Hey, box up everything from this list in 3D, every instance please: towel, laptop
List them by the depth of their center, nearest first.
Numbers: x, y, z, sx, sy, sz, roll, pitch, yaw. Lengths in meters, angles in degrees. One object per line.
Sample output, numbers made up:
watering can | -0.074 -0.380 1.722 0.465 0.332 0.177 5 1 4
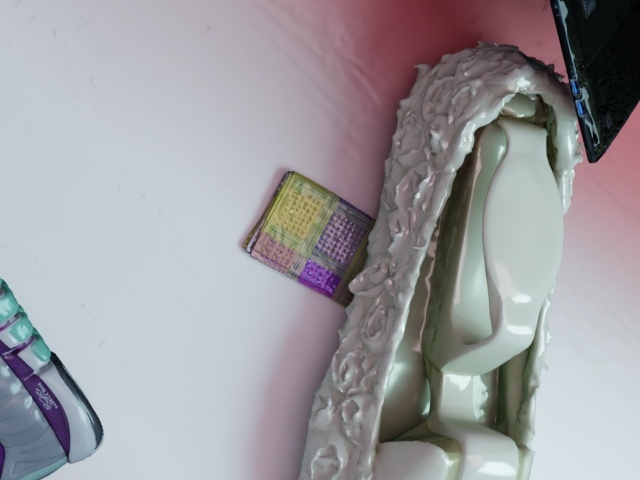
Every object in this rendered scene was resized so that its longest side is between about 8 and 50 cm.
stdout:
laptop | 0.117 -0.212 1.150 0.234 0.136 0.264 -50 130 -48
towel | 0.000 0.000 1.193 0.083 0.009 0.060 29 82 -14

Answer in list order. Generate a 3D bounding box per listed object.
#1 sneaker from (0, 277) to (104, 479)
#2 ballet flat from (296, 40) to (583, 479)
sneaker | -0.219 0.051 1.100 0.098 0.083 0.224 -34 100 -7
ballet flat | 0.077 0.078 1.148 0.147 0.147 0.409 9 88 -15
